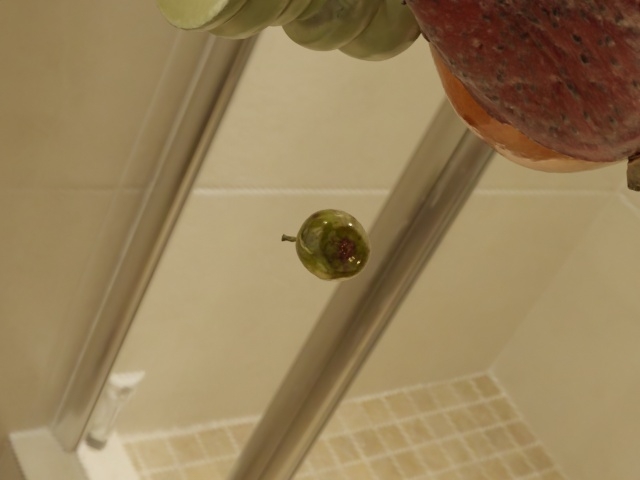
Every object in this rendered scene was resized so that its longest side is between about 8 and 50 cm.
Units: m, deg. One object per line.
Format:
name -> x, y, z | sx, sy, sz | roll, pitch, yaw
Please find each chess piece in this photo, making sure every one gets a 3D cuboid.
chess piece -> -0.004, -0.227, 0.915 | 0.251, 0.144, 0.144 | 8, 36, -42

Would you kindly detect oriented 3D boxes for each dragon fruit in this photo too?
dragon fruit -> 0.121, -0.164, 0.460 | 0.147, 0.211, 0.282 | -39, 99, -15

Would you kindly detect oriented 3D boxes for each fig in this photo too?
fig -> -0.003, -0.011, 1.275 | 0.093, 0.093, 0.166 | 7, 21, -31

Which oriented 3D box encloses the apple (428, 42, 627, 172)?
apple -> 0.236, -0.201, 0.978 | 0.299, 0.275, 0.299 | 24, 46, -27
